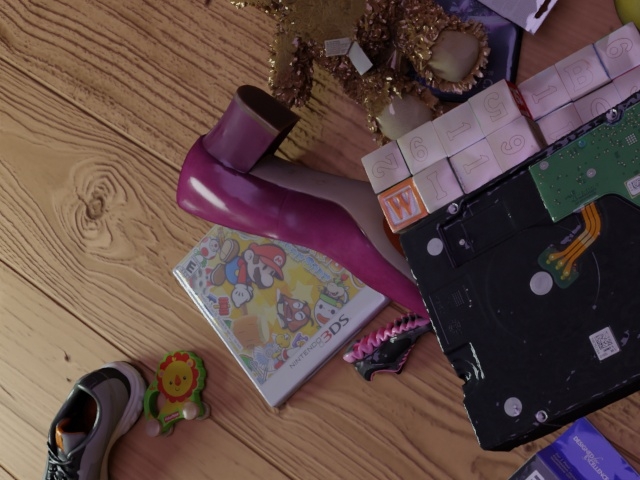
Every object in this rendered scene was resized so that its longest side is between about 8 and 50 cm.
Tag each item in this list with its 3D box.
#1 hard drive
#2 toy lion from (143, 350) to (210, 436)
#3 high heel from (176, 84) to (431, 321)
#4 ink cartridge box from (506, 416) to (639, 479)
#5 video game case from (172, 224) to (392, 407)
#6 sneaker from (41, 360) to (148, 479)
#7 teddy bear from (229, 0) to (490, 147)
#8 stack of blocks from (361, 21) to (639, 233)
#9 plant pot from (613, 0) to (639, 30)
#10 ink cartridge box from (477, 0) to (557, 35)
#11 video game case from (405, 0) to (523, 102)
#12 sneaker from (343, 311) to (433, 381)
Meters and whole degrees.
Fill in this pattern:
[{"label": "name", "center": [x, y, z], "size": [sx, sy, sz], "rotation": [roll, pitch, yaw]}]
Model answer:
[{"label": "hard drive", "center": [0.256, 0.020, 0.969], "size": [0.339, 0.064, 0.237], "rotation": [-33, 63, 26]}, {"label": "toy lion", "center": [-0.188, 0.193, 1.368], "size": [0.100, 0.034, 0.096], "rotation": [-28, 69, 23]}, {"label": "high heel", "center": [0.000, 0.000, 1.237], "size": [0.377, 0.127, 0.181], "rotation": [45, 124, 12]}, {"label": "ink cartridge box", "center": [0.271, 0.329, 1.124], "size": [0.208, 0.045, 0.206], "rotation": [-48, 68, 15]}, {"label": "video game case", "center": [-0.053, 0.054, 1.308], "size": [0.206, 0.026, 0.227], "rotation": [-45, 70, 17]}, {"label": "sneaker", "center": [-0.323, 0.283, 1.388], "size": [0.100, 0.108, 0.271], "rotation": [25, 100, 23]}, {"label": "teddy bear", "center": [0.041, -0.247, 1.213], "size": [0.338, 0.113, 0.245], "rotation": [27, 111, 28]}, {"label": "stack of blocks", "center": [0.213, -0.106, 1.102], "size": [0.297, 0.171, 0.087], "rotation": [-28, 76, 22]}, {"label": "plant pot", "center": [0.356, -0.268, 1.080], "size": [0.134, 0.095, 0.134], "rotation": [-1, 88, 27]}, {"label": "ink cartridge box", "center": [0.208, -0.276, 1.165], "size": [0.115, 0.029, 0.063], "rotation": [39, 104, 21]}, {"label": "video game case", "center": [0.144, -0.298, 1.227], "size": [0.196, 0.026, 0.274], "rotation": [9, 92, 27]}, {"label": "sneaker", "center": [0.087, 0.125, 1.231], "size": [0.119, 0.047, 0.057], "rotation": [-30, 97, 23]}]
